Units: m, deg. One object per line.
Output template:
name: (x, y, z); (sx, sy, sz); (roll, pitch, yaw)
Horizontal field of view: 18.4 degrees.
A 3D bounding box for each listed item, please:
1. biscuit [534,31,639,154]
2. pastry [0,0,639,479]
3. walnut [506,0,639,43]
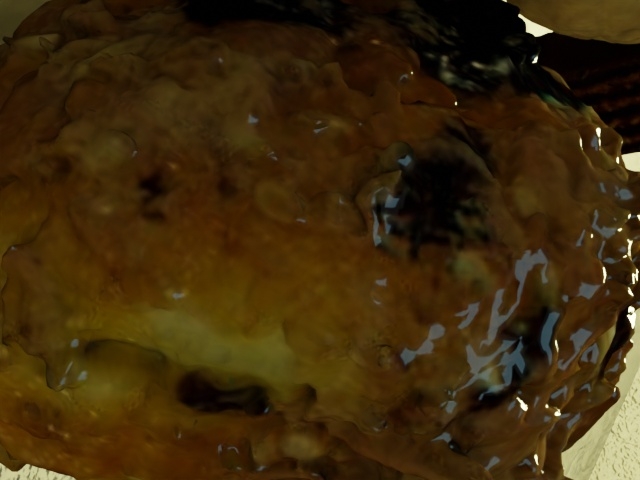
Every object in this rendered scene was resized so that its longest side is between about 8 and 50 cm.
biscuit: (0.203, -0.110, 1.420); (0.107, 0.388, 0.073); (-46, 114, -43)
pastry: (0.006, 0.007, 0.984); (0.405, 0.337, 0.292); (-7, 120, -57)
walnut: (0.194, -0.273, 1.296); (0.252, 0.277, 0.313); (-38, -166, 11)
